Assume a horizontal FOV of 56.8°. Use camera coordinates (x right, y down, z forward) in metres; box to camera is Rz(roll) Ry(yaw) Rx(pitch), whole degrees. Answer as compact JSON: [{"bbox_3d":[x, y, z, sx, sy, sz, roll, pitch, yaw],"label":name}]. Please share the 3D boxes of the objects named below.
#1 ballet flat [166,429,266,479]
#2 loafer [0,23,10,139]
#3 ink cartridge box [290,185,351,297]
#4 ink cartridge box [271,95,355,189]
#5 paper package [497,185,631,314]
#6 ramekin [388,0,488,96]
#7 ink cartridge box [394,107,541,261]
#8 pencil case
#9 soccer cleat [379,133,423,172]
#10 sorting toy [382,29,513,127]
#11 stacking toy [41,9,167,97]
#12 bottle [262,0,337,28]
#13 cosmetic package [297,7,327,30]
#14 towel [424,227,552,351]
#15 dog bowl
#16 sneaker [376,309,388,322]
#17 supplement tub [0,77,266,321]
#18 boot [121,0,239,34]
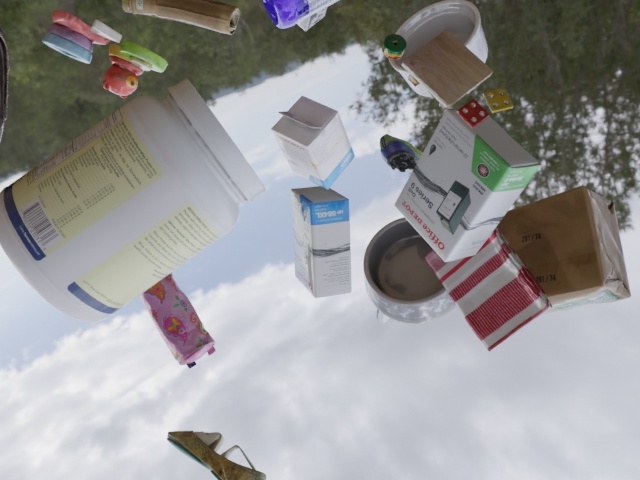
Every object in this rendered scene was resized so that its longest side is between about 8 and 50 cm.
[{"bbox_3d":[-0.291,0.617,1.689,0.348,0.123,0.123,25,-137,33],"label":"ballet flat"},{"bbox_3d":[-0.577,-0.206,0.982,0.134,0.366,0.130,-11,-141,-43],"label":"loafer"},{"bbox_3d":[0.000,0.000,1.234,0.086,0.203,0.148,-7,-162,-17],"label":"ink cartridge box"},{"bbox_3d":[-0.013,-0.180,1.059,0.092,0.143,0.090,30,-108,31],"label":"ink cartridge box"},{"bbox_3d":[0.667,0.043,1.689,0.168,0.309,0.325,16,154,-38],"label":"paper package"},{"bbox_3d":[0.350,-0.553,1.729,0.277,0.135,0.277,-19,-129,25],"label":"ramekin"},{"bbox_3d":[0.324,-0.124,1.356,0.121,0.289,0.211,-12,-129,-37],"label":"ink cartridge box"},{"bbox_3d":[-0.411,0.217,1.684,0.124,0.284,0.124,-33,169,-8],"label":"pencil case"},{"bbox_3d":[0.287,-0.254,1.806,0.289,0.121,0.093,12,138,-46],"label":"soccer cleat"},{"bbox_3d":[0.256,-0.329,1.186,0.132,0.274,0.046,-39,166,-19],"label":"sorting toy"},{"bbox_3d":[-0.599,-0.501,1.651,0.279,0.130,0.309,23,-179,42],"label":"stacking toy"},{"bbox_3d":[0.034,-0.468,1.013,0.283,0.092,0.118,-29,-175,-2],"label":"bottle"},{"bbox_3d":[-0.012,-0.747,1.778,0.099,0.060,0.239,-47,175,-21],"label":"cosmetic package"},{"bbox_3d":[0.445,0.108,1.619,0.037,0.329,0.237,-4,144,-45],"label":"towel"},{"bbox_3d":[0.292,0.077,1.841,0.348,0.102,0.349,-9,-121,16],"label":"dog bowl"},{"bbox_3d":[0.293,0.198,2.159,0.129,0.297,0.111,23,-146,-3],"label":"sneaker"},{"bbox_3d":[-0.267,-0.061,0.865,0.325,0.235,0.235,-36,-161,-2],"label":"supplement tub"},{"bbox_3d":[-0.341,-0.595,1.519,0.269,0.089,0.236,11,-149,-2],"label":"boot"}]
